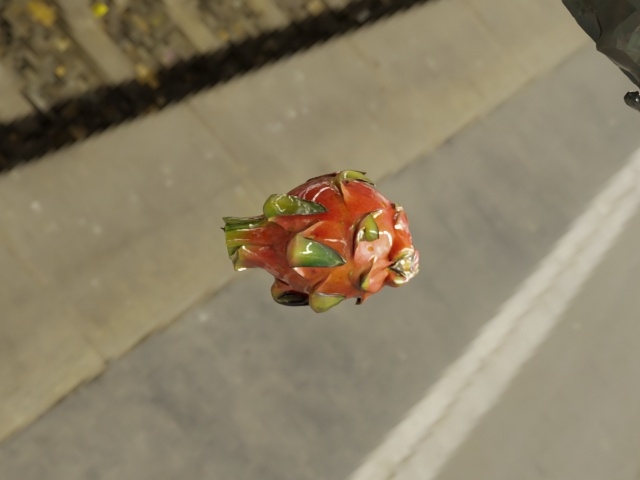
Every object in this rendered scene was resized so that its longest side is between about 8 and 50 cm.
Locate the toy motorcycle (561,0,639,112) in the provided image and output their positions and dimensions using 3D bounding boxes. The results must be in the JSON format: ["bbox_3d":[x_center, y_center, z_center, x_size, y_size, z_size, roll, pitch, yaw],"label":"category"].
[{"bbox_3d":[0.157,-0.090,0.615,0.270,0.159,0.106,46,55,-2],"label":"toy motorcycle"}]

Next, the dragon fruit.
[{"bbox_3d":[-0.001,0.001,1.178,0.081,0.116,0.086,-91,168,-44],"label":"dragon fruit"}]
